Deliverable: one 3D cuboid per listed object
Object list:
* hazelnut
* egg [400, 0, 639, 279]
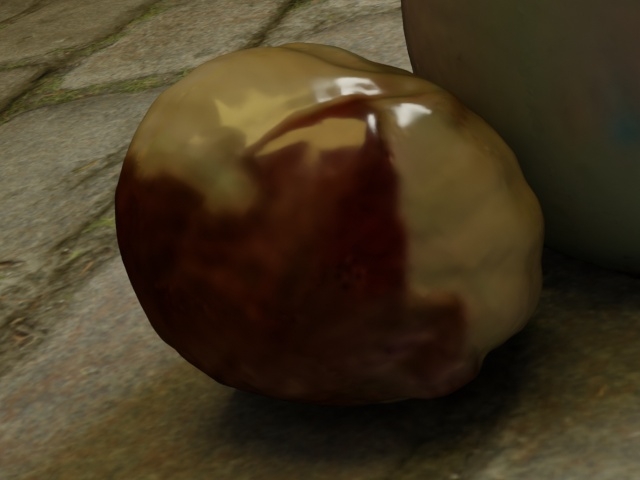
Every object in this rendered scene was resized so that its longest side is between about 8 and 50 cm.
[{"bbox_3d":[0.000,0.000,0.685,0.261,0.241,0.261,15,24,-7],"label":"hazelnut"},{"bbox_3d":[0.206,-0.202,0.714,0.355,0.340,0.354,-21,41,20],"label":"egg"}]
